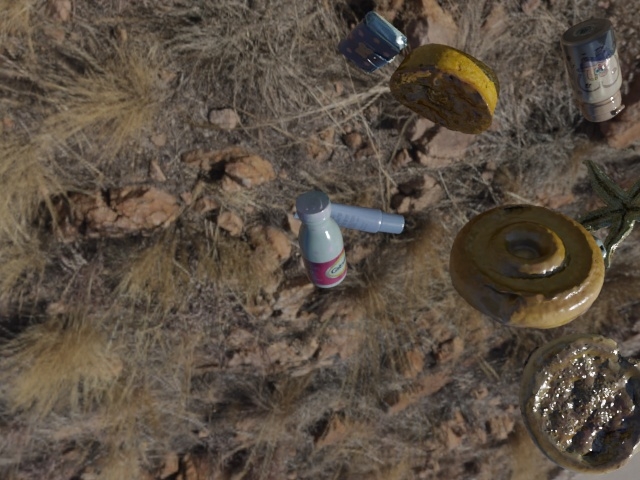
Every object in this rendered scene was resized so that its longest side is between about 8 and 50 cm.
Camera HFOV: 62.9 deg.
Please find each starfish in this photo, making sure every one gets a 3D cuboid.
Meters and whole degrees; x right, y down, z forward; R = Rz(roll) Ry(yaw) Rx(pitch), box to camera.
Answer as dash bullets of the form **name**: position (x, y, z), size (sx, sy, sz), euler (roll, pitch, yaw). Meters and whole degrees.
- **starfish**: position (0.866, -0.081, 1.473), size (0.078, 0.358, 0.347), euler (25, 90, -39)

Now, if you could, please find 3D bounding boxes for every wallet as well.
- **wallet**: position (0.142, -0.542, 1.452), size (0.141, 0.059, 0.202), euler (31, 170, -16)

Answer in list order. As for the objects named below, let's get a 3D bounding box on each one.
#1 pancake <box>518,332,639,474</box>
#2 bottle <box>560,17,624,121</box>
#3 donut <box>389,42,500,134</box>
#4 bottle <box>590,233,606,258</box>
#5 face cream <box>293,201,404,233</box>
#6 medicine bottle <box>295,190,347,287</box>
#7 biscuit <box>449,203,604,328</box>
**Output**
- **pancake**: position (0.730, 0.435, 1.433), size (0.382, 0.382, 0.071), euler (-13, 176, 4)
- **bottle**: position (0.574, -0.351, 1.107), size (0.097, 0.110, 0.209), euler (-40, 125, -9)
- **donut**: position (0.313, -0.379, 1.294), size (0.277, 0.277, 0.108), euler (31, 83, -41)
- **bottle**: position (0.600, 0.000, 1.311), size (0.083, 0.270, 0.083), euler (-2, 104, -7)
- **face cream**: position (0.106, -0.084, 1.837), size (0.385, 0.086, 0.135), euler (8, 153, -15)
- **medicine bottle**: position (0.000, 0.000, 1.062), size (0.090, 0.090, 0.217), euler (-11, 137, 1)
- **biscuit**: position (0.410, 0.038, 1.051), size (0.296, 0.296, 0.102), euler (-11, 137, 1)
